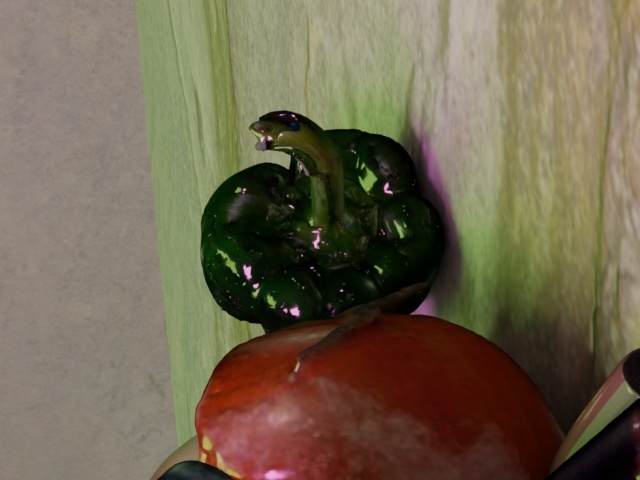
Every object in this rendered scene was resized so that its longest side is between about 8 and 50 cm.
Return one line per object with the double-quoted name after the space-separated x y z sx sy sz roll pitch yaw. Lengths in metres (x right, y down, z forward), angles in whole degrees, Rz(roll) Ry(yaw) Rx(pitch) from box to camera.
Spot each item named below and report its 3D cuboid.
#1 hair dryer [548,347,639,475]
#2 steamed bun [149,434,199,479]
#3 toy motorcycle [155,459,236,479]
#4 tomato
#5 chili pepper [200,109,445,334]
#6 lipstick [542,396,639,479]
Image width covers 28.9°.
0.174 0.138 0.590 0.154 0.054 0.106 60 153 31 "hair dryer"
-0.086 0.327 1.236 0.309 0.309 0.309 171 90 -76 "steamed bun"
0.042 0.233 0.533 0.182 0.241 0.319 -68 -24 -46 "toy motorcycle"
0.073 0.163 0.722 0.309 0.170 0.309 36 -135 -46 "tomato"
0.000 0.000 0.903 0.261 0.174 0.165 92 157 -70 "chili pepper"
0.165 0.058 0.419 0.418 0.077 0.077 119 141 -58 "lipstick"
